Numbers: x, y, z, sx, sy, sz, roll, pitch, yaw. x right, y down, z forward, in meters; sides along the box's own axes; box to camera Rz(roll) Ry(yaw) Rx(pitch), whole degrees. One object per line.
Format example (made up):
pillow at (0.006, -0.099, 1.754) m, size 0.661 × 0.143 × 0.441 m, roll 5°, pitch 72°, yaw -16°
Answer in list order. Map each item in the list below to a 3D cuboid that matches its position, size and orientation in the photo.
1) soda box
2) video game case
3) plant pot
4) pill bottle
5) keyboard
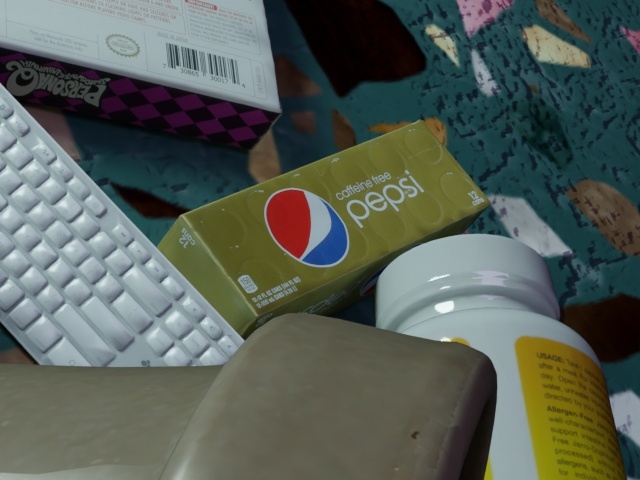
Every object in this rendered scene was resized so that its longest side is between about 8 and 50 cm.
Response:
soda box at (0.000, 0.000, 0.781) m, size 0.181 × 0.058 × 0.061 m, roll -24°, pitch 71°, yaw -45°
video game case at (-0.141, -0.159, 0.826) m, size 0.232 × 0.042 × 0.210 m, roll 10°, pitch 51°, yaw -29°
plant pot at (-0.094, 0.129, 0.392) m, size 0.229 × 0.263 × 0.263 m, roll 13°, pitch 43°, yaw 8°
pill bottle at (0.075, 0.104, 0.703) m, size 0.117 × 0.117 × 0.208 m, roll 15°, pitch 48°, yaw -25°
keyboard at (-0.111, 0.014, 0.700) m, size 0.072 × 0.014 × 0.256 m, roll -42°, pitch 83°, yaw -16°
